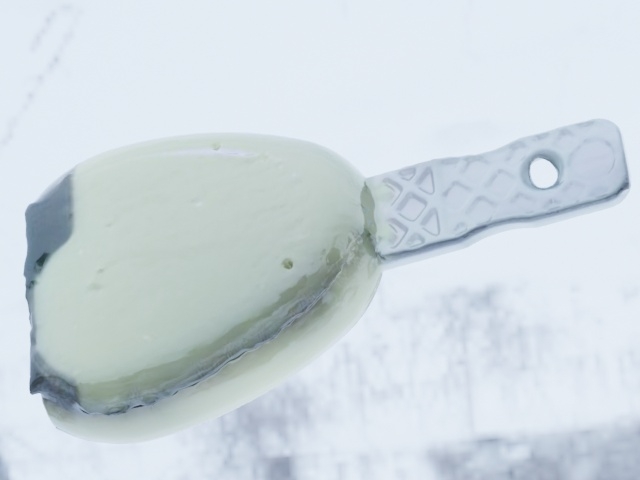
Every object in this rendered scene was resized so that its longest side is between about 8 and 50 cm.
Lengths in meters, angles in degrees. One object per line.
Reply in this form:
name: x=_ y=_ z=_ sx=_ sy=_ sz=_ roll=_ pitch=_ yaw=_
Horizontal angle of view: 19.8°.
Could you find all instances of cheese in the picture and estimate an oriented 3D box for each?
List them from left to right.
cheese: x=0.000 y=0.000 z=0.728 sx=0.251 sy=0.127 sz=0.054 roll=-14 pitch=155 yaw=18
